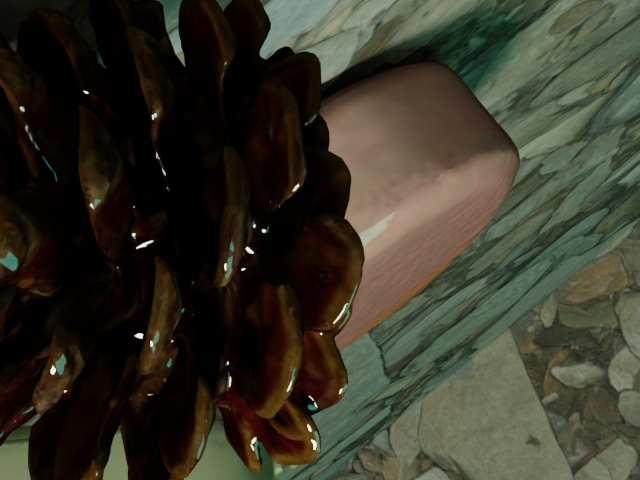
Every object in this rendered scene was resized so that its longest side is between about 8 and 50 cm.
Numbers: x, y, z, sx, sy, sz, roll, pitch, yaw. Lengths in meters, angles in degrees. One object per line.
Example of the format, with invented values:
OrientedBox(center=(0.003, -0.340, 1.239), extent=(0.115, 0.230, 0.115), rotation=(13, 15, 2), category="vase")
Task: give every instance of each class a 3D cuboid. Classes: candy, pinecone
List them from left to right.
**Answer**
OrientedBox(center=(-0.085, 0.002, 0.672), extent=(0.208, 0.207, 0.208), rotation=(-35, 168, -9), category="pinecone")
OrientedBox(center=(0.000, 0.000, 1.108), extent=(0.255, 0.094, 0.255), rotation=(-36, 168, -9), category="candy")

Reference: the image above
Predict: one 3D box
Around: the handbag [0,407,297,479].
OrientedBox(center=(-0.141, 0.144, 1.091), extent=(0.256, 0.079, 0.219), rotation=(-7, 176, 8), category="handbag")
